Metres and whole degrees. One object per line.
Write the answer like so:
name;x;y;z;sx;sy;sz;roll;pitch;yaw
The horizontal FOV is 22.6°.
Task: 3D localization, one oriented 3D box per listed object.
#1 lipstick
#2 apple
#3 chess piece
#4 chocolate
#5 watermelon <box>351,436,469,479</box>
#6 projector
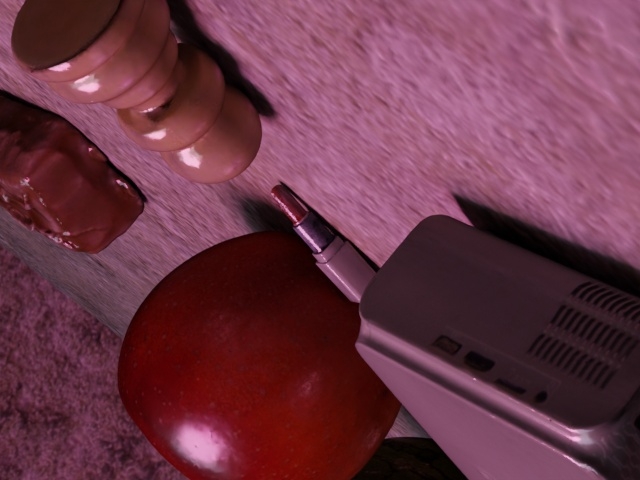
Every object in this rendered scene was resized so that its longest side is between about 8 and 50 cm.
lipstick;0.000;0.000;1.175;0.107;0.025;0.025;47;166;-15
apple;-0.046;0.105;1.272;0.218;0.201;0.218;39;171;7
chess piece;-0.100;-0.093;0.985;0.094;0.094;0.170;25;166;48
chocolate;-0.284;-0.063;1.624;0.214;0.093;0.148;24;162;51
watermelon;0.089;0.348;1.473;0.363;0.363;0.363;37;168;9
projector;0.159;0.109;0.914;0.198;0.108;0.250;26;161;47
